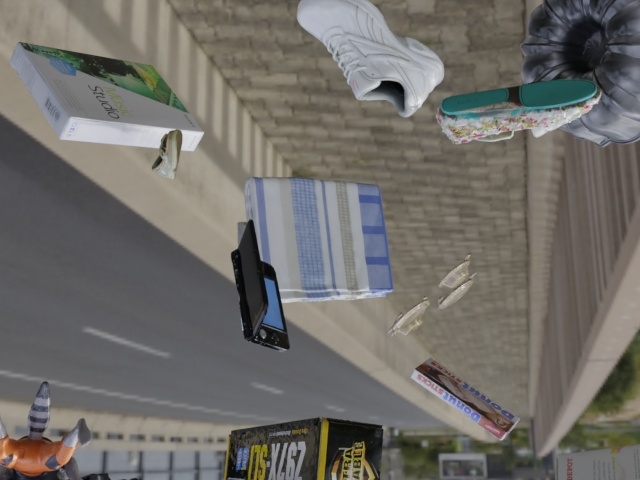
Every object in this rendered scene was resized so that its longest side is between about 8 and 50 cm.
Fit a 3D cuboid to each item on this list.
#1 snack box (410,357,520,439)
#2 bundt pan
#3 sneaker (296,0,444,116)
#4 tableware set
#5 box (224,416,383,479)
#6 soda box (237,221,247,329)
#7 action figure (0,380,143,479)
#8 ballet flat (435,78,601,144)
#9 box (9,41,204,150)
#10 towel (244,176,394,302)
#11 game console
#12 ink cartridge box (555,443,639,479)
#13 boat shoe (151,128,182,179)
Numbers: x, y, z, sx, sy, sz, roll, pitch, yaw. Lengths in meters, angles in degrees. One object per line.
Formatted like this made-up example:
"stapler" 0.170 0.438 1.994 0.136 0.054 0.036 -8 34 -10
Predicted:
"snack box" 0.236 0.258 1.382 0.178 0.022 0.064 33 -154 22
"bundt pan" 0.474 -0.330 1.448 0.124 0.330 0.331 2 167 -35
"sneaker" 0.060 -0.260 1.189 0.232 0.115 0.090 30 154 -4
"tableware set" 0.159 0.086 1.197 0.169 0.020 0.141 -35 161 -11
"box" -0.037 0.335 0.932 0.079 0.257 0.322 13 162 -19
"soda box" -0.119 0.062 1.582 0.069 0.216 0.074 -5 136 -3
"action figure" -0.537 0.446 1.737 0.341 0.178 0.330 0 141 -20
"ballet flat" 0.294 -0.189 1.254 0.241 0.091 0.077 -2 134 22
"box" -0.411 -0.278 1.651 0.322 0.232 0.058 -1 135 -52
"towel" 0.000 0.000 1.397 0.285 0.209 0.034 0 170 -38
"game console" -0.060 0.054 0.980 0.071 0.122 0.107 -31 143 28
"ink cartridge box" 0.517 0.435 1.439 0.212 0.093 0.154 -13 -155 23
"boat shoe" -0.281 -0.158 1.537 0.048 0.056 0.153 12 161 -9
